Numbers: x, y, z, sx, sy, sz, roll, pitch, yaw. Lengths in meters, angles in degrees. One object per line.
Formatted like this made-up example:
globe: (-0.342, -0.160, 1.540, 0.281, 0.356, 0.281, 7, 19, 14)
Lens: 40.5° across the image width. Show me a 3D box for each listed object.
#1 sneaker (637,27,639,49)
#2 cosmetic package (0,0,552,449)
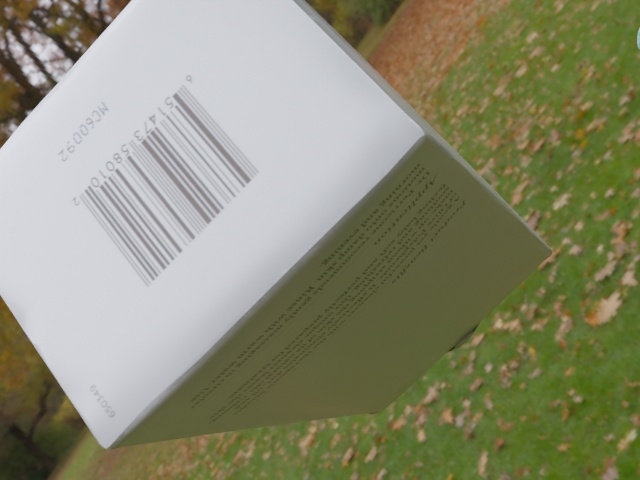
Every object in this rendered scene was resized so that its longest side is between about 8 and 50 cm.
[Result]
sneaker: (0.400, -0.117, 0.841, 0.122, 0.283, 0.110, -32, 5, -3)
cosmetic package: (0.000, 0.000, 0.527, 0.197, 0.155, 0.365, -45, -20, 9)
